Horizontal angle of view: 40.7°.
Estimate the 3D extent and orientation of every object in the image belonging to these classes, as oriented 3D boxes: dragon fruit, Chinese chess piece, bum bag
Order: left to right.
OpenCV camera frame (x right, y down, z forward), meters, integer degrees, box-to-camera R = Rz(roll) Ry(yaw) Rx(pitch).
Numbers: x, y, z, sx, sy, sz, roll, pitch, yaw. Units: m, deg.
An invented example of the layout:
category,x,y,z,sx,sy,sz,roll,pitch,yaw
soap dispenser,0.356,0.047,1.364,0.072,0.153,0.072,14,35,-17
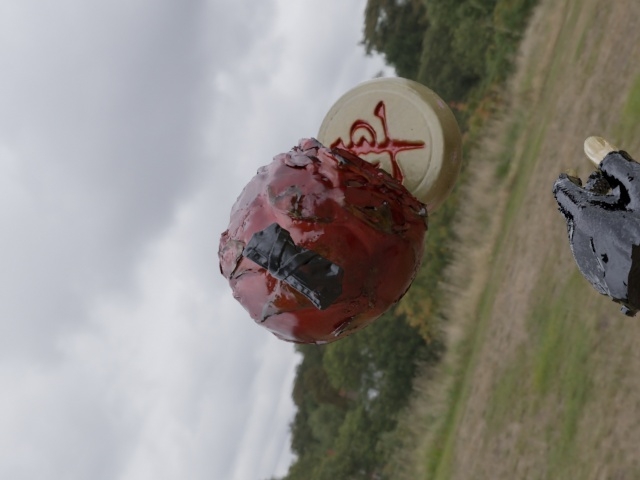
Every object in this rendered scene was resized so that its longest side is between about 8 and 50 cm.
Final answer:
category,x,y,z,sx,sy,sz,roll,pitch,yaw
bum bag,-0.027,0.029,0.998,0.058,0.124,0.034,-57,4,3
dragon fruit,0.000,0.000,1.251,0.301,0.296,0.295,-40,-1,8
Chinese chess piece,0.109,-0.144,1.424,0.097,0.250,0.251,1,-73,-67

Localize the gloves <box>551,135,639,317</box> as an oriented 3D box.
category,x,y,z,sx,sy,sz,roll,pitch,yaw
gloves,0.278,-0.020,0.852,0.106,0.129,0.181,-40,32,1
